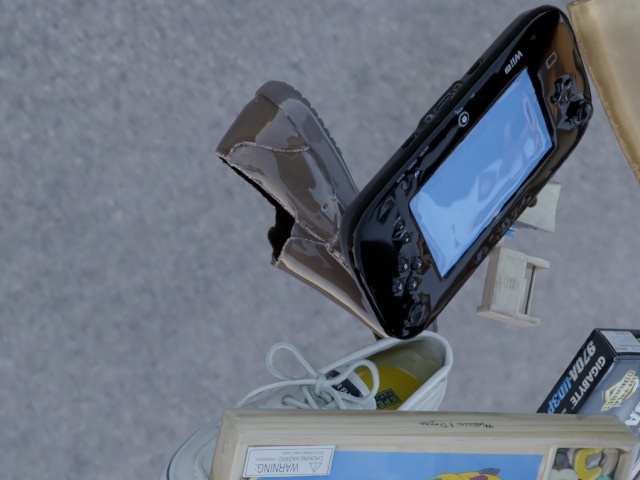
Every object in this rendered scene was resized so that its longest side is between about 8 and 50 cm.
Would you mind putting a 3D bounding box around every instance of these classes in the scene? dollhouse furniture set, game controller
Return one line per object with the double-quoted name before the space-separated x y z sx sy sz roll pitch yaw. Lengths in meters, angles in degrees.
"dollhouse furniture set" 0.201 0.007 1.881 0.129 0.129 0.184 16 77 -23
"game controller" 0.135 -0.063 1.327 0.319 0.067 0.166 -49 145 -22

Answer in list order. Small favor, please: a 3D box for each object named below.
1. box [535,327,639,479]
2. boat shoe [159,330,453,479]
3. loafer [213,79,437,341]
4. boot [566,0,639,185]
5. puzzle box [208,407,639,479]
"box" 0.329 0.193 1.689 0.175 0.051 0.220 4 128 -34
"boat shoe" 0.005 0.168 1.463 0.367 0.136 0.156 -17 144 -41
"loafer" 0.000 0.000 1.691 0.130 0.134 0.366 -35 101 -10
"boot" 0.361 -0.117 1.343 0.236 0.089 0.269 -21 97 -25
"puzzle box" 0.081 0.288 1.392 0.409 0.052 0.272 3 113 -22
